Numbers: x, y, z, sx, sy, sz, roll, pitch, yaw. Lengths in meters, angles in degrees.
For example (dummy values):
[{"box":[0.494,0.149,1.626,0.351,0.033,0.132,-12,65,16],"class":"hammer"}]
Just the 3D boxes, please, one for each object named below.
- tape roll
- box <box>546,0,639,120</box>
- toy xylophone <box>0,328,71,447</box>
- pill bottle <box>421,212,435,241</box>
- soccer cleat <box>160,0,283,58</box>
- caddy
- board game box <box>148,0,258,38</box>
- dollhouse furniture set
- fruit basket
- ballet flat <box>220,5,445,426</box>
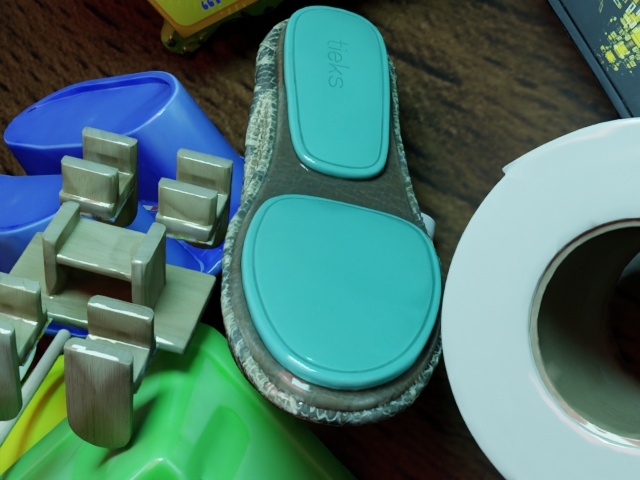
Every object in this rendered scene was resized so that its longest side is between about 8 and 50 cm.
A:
[{"box":[0.220,0.052,0.659,0.246,0.169,0.246,-1,89,31],"class":"tape roll"},{"box":[0.385,-0.230,0.809,0.395,0.097,0.318,-30,56,16],"class":"box"},{"box":[-0.322,0.157,0.854,0.236,0.081,0.322,-36,24,34],"class":"toy xylophone"},{"box":[0.064,0.035,0.886,0.065,0.065,0.116,-1,64,32],"class":"pill bottle"},{"box":[-0.106,-0.270,1.167,0.179,0.060,0.072,-24,53,23],"class":"soccer cleat"},{"box":[-0.209,-0.023,1.015,0.341,0.179,0.241,3,46,45],"class":"caddy"},{"box":[-0.079,-0.491,1.012,0.357,0.356,0.356,-19,43,30],"class":"board game box"},{"box":[-0.204,0.040,0.763,0.242,0.161,0.212,14,42,5],"class":"dollhouse furniture set"},{"box":[-0.163,0.239,0.844,0.392,0.283,0.392,-41,7,7],"class":"fruit basket"},{"box":[0.000,0.000,0.826,0.483,0.164,0.182,-92,16,-50],"class":"ballet flat"}]
